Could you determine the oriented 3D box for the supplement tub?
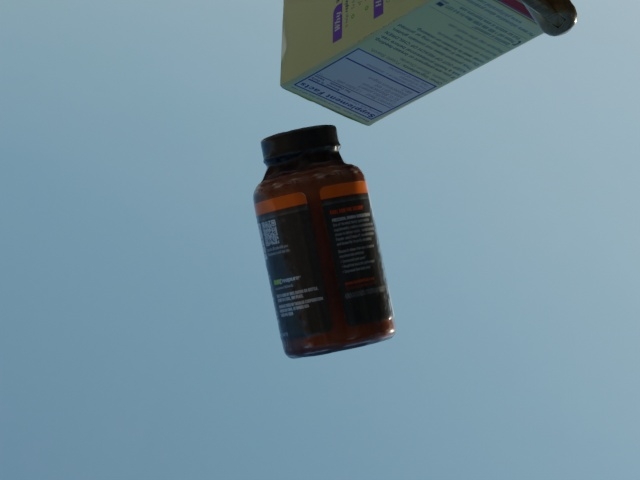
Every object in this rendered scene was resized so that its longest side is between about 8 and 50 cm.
[{"bbox_3d":[0.000,0.000,1.406,0.106,0.198,0.106,-11,179,0],"label":"supplement tub"}]

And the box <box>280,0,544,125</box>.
[{"bbox_3d":[0.085,-0.258,1.477,0.117,0.213,0.243,21,148,-37],"label":"box"}]

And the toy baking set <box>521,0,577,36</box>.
[{"bbox_3d":[0.027,-0.196,0.672,0.256,0.030,0.197,57,-163,22],"label":"toy baking set"}]
